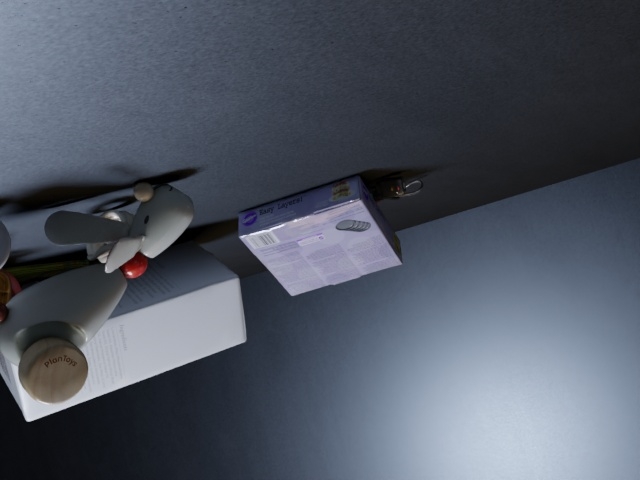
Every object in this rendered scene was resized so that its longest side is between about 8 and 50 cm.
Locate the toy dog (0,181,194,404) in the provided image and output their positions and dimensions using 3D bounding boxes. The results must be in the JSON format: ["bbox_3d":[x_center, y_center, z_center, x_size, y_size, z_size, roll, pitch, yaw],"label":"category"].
[{"bbox_3d":[-0.326,0.040,1.129,0.220,0.333,0.161,0,144,38],"label":"toy dog"}]

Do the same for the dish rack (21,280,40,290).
[{"bbox_3d":[-0.707,0.158,1.930,0.286,0.072,0.333,-15,175,-13],"label":"dish rack"}]

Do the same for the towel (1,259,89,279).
[{"bbox_3d":[-0.561,0.066,1.651,0.102,0.021,0.237,-19,173,31],"label":"towel"}]

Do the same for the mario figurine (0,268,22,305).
[{"bbox_3d":[-0.556,0.124,1.387,0.170,0.198,0.320,-27,174,-18],"label":"mario figurine"}]

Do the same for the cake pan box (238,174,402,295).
[{"bbox_3d":[0.000,0.000,1.699,0.267,0.070,0.245,-18,141,18],"label":"cake pan box"}]

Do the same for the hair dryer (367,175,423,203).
[{"bbox_3d":[0.069,-0.059,1.817,0.294,0.080,0.223,-16,175,15],"label":"hair dryer"}]

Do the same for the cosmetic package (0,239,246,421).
[{"bbox_3d":[-0.401,0.162,1.710,0.453,0.161,0.230,-18,-152,-27],"label":"cosmetic package"}]

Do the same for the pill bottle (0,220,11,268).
[{"bbox_3d":[-0.458,0.020,1.088,0.087,0.087,0.160,-11,173,-42],"label":"pill bottle"}]
